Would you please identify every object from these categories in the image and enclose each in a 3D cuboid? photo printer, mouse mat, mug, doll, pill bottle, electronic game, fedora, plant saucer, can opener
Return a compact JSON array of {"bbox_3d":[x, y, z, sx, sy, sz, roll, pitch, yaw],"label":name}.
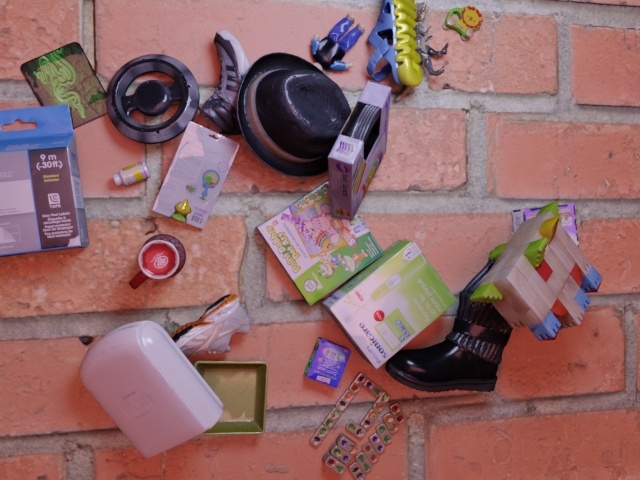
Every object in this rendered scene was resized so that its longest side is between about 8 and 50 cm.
[{"bbox_3d":[-0.409,0.344,1.356,0.256,0.107,0.307,-31,99,28],"label":"photo printer"},{"bbox_3d":[-0.616,-0.372,1.403,0.153,0.007,0.189,-28,96,-10],"label":"mouse mat"},{"bbox_3d":[-0.385,0.059,1.376,0.113,0.169,0.150,18,87,-12],"label":"mug"},{"bbox_3d":[0.038,-0.504,1.518,0.129,0.046,0.189,42,82,-9],"label":"doll"},{"bbox_3d":[-0.466,-0.162,1.419,0.083,0.043,0.043,-21,95,-11],"label":"pill bottle"},{"bbox_3d":[-0.410,-0.347,1.408,0.229,0.048,0.229,0,81,2],"label":"electronic game"},{"bbox_3d":[-0.032,-0.310,1.403,0.334,0.152,0.334,-2,93,-34],"label":"fedora"},{"bbox_3d":[-0.234,0.399,1.478,0.188,0.045,0.188,3,90,-12],"label":"plant saucer"},{"bbox_3d":[0.472,0.093,1.614,0.186,0.059,0.073,-43,99,-8],"label":"can opener"}]

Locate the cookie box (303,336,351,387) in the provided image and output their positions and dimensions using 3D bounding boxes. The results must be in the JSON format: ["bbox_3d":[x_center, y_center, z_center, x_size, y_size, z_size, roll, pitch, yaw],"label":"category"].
[{"bbox_3d":[0.019,0.325,1.532,0.092,0.040,0.107,24,86,-12],"label":"cookie box"}]

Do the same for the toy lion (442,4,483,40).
[{"bbox_3d":[0.401,-0.615,1.603,0.100,0.034,0.096,26,79,-11],"label":"toy lion"}]

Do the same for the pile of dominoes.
[{"bbox_3d":[0.111,0.514,1.556,0.196,0.040,0.251,38,84,-10],"label":"pile of dominoes"}]

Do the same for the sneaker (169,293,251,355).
[{"bbox_3d":[-0.290,0.254,1.441,0.262,0.099,0.121,-35,104,-7],"label":"sneaker"}]

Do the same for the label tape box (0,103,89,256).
[{"bbox_3d":[-0.697,-0.141,1.336,0.249,0.115,0.347,-7,94,-11],"label":"label tape box"}]

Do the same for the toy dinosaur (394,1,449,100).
[{"bbox_3d":[0.282,-0.499,1.563,0.118,0.064,0.268,11,89,3],"label":"toy dinosaur"}]

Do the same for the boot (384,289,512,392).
[{"bbox_3d":[0.353,0.258,1.534,0.348,0.131,0.260,6,106,-22],"label":"boot"}]

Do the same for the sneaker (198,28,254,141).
[{"bbox_3d":[-0.242,-0.380,1.432,0.153,0.101,0.268,-24,98,-13],"label":"sneaker"}]

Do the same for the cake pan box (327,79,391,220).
[{"bbox_3d":[0.095,-0.214,1.397,0.070,0.267,0.245,19,63,13],"label":"cake pan box"}]

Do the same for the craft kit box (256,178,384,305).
[{"bbox_3d":[0.000,0.000,1.517,0.247,0.061,0.250,-35,97,-7],"label":"craft kit box"}]

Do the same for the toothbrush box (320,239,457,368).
[{"bbox_3d":[0.179,0.162,1.523,0.283,0.122,0.206,-37,98,-7],"label":"toothbrush box"}]

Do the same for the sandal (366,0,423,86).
[{"bbox_3d":[0.180,-0.549,1.513,0.126,0.138,0.317,12,75,-55],"label":"sandal"}]

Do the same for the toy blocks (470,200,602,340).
[{"bbox_3d":[0.580,0.116,1.484,0.261,0.191,0.381,50,55,-7],"label":"toy blocks"}]

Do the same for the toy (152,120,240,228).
[{"bbox_3d":[-0.314,-0.162,1.442,0.137,0.056,0.237,22,93,-25],"label":"toy"}]

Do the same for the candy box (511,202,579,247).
[{"bbox_3d":[0.644,0.000,1.643,0.165,0.070,0.196,-7,92,-12],"label":"candy box"}]
